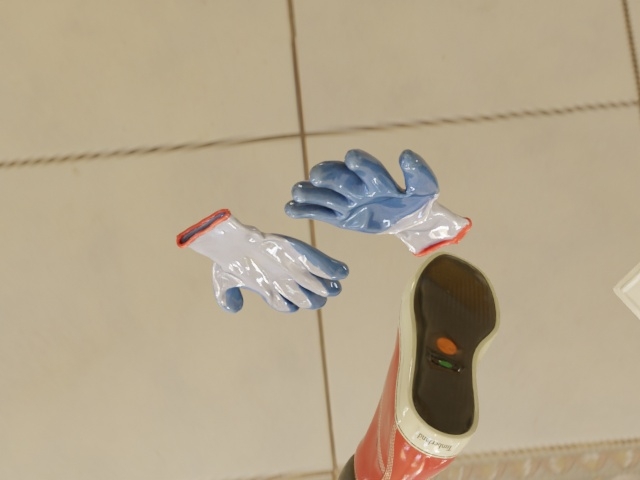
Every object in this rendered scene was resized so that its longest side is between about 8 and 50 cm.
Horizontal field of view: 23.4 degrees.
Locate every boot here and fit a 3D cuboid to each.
[{"bbox_3d":[0.075,0.134,1.334,0.088,0.176,0.244,25,39,-6],"label":"boot"}]

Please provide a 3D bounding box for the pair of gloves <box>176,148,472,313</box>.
[{"bbox_3d":[0.000,0.000,1.054,0.198,0.159,0.023,-28,56,24],"label":"pair of gloves"}]

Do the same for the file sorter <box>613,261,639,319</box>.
[{"bbox_3d":[0.433,0.061,1.299,0.277,0.193,0.173,48,38,11],"label":"file sorter"}]
